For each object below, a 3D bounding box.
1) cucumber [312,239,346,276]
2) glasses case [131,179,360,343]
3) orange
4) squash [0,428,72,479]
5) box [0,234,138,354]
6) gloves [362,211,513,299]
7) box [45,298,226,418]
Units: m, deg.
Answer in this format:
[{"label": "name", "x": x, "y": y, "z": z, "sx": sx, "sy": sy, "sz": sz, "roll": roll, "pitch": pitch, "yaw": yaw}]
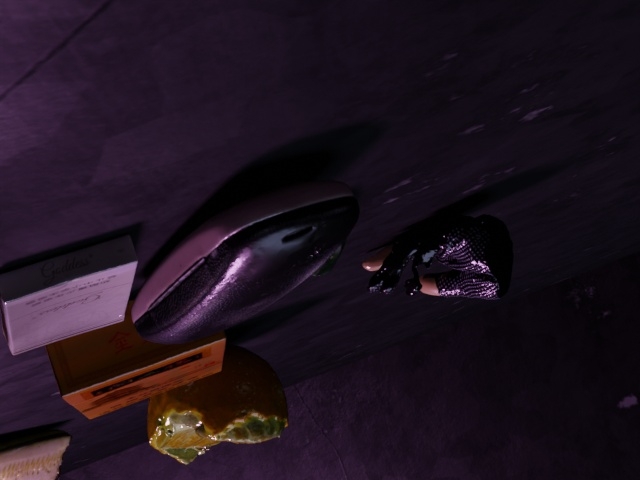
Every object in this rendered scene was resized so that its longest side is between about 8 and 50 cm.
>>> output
[{"label": "cucumber", "x": 0.000, "y": 0.000, "z": 1.058, "sx": 0.048, "sy": 0.048, "sz": 0.105, "roll": -18, "pitch": 167, "yaw": -16}, {"label": "glasses case", "x": -0.073, "y": 0.024, "z": 0.950, "sx": 0.122, "sy": 0.075, "sz": 0.314, "roll": -17, "pitch": 169, "yaw": -31}, {"label": "orange", "x": -0.160, "y": 0.238, "z": 1.640, "sx": 0.179, "sy": 0.158, "sz": 0.237, "roll": -7, "pitch": 167, "yaw": -33}, {"label": "squash", "x": -0.540, "y": 0.393, "z": 1.820, "sx": 0.093, "sy": 0.169, "sz": 0.252, "roll": 23, "pitch": -171, "yaw": 22}, {"label": "box", "x": -0.214, "y": 0.049, "z": 0.928, "sx": 0.109, "sy": 0.029, "sz": 0.198, "roll": -18, "pitch": 168, "yaw": -18}, {"label": "gloves", "x": 0.135, "y": 0.017, "z": 1.337, "sx": 0.181, "sy": 0.106, "sz": 0.129, "roll": 5, "pitch": -179, "yaw": 27}, {"label": "box", "x": -0.199, "y": 0.126, "z": 1.222, "sx": 0.174, "sy": 0.076, "sz": 0.274, "roll": -21, "pitch": 170, "yaw": -11}]
